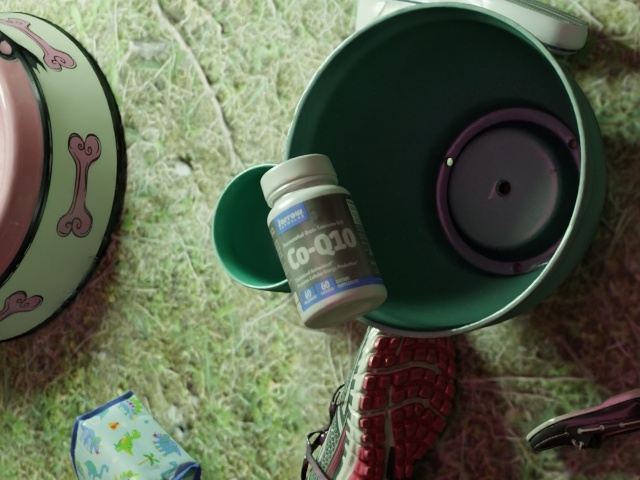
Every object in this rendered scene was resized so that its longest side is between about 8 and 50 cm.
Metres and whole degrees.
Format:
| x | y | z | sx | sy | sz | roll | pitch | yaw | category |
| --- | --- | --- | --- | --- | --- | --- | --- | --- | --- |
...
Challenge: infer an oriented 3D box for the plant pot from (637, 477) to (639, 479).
| x | y | z | sx | sy | sz | roll | pitch | yaw | category |
| --- | --- | --- | --- | --- | --- | --- | --- | --- | --- |
| 0.352 | 0.256 | 1.199 | 0.180 | 0.201 | 0.201 | -7 | 81 | 46 | plant pot |

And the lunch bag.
| x | y | z | sx | sy | sz | roll | pitch | yaw | category |
| --- | --- | --- | --- | --- | --- | --- | --- | --- | --- |
| -0.204 | 0.262 | 1.576 | 0.129 | 0.096 | 0.151 | 43 | 136 | 27 | lunch bag |

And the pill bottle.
| x | y | z | sx | sy | sz | roll | pitch | yaw | category |
| --- | --- | --- | --- | --- | --- | --- | --- | --- | --- |
| 0.000 | 0.000 | 1.259 | 0.078 | 0.078 | 0.137 | -28 | 72 | 25 | pill bottle |

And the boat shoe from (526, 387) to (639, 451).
| x | y | z | sx | sy | sz | roll | pitch | yaw | category |
| --- | --- | --- | --- | --- | --- | --- | --- | --- | --- |
| 0.251 | 0.174 | 1.342 | 0.125 | 0.046 | 0.038 | -24 | 69 | 18 | boat shoe |

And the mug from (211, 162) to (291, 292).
| x | y | z | sx | sy | sz | roll | pitch | yaw | category |
| --- | --- | --- | --- | --- | --- | --- | --- | --- | --- |
| -0.020 | -0.013 | 1.489 | 0.158 | 0.097 | 0.129 | -11 | 79 | 29 | mug |

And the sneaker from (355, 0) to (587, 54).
| x | y | z | sx | sy | sz | roll | pitch | yaw | category |
| --- | --- | --- | --- | --- | --- | --- | --- | --- | --- |
| 0.143 | -0.202 | 1.426 | 0.258 | 0.094 | 0.091 | 20 | 107 | 39 | sneaker |

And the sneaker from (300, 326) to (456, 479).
| x | y | z | sx | sy | sz | roll | pitch | yaw | category |
| --- | --- | --- | --- | --- | --- | --- | --- | --- | --- |
| 0.039 | 0.191 | 1.427 | 0.112 | 0.121 | 0.299 | 16 | 88 | 51 | sneaker |

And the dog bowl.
| x | y | z | sx | sy | sz | roll | pitch | yaw | category |
| --- | --- | --- | --- | --- | --- | --- | --- | --- | --- |
| -0.437 | -0.082 | 1.714 | 0.408 | 0.150 | 0.407 | -4 | 83 | 31 | dog bowl |

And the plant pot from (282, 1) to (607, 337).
| x | y | z | sx | sy | sz | roll | pitch | yaw | category |
| --- | --- | --- | --- | --- | --- | --- | --- | --- | --- |
| 0.140 | -0.054 | 1.341 | 0.293 | 0.196 | 0.293 | -3 | 84 | 31 | plant pot |
